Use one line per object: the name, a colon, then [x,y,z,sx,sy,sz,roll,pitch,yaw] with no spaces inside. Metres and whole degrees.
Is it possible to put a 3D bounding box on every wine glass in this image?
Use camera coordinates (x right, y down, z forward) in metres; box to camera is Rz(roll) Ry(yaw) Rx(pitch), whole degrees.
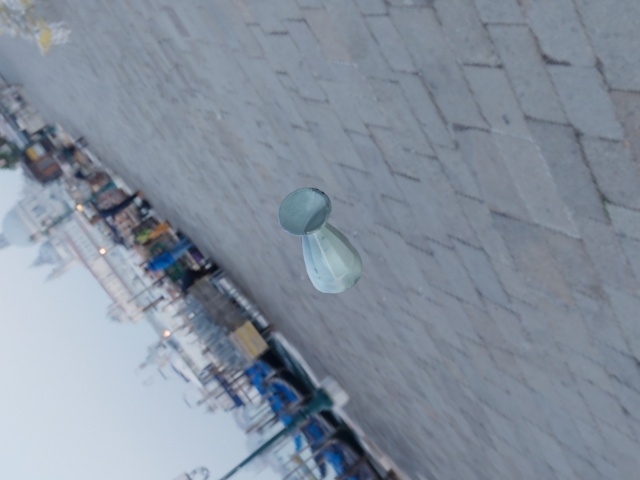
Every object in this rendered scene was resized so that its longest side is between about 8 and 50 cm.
wine glass: [0.000,0.000,0.978,0.073,0.073,0.155,45,171,34]
